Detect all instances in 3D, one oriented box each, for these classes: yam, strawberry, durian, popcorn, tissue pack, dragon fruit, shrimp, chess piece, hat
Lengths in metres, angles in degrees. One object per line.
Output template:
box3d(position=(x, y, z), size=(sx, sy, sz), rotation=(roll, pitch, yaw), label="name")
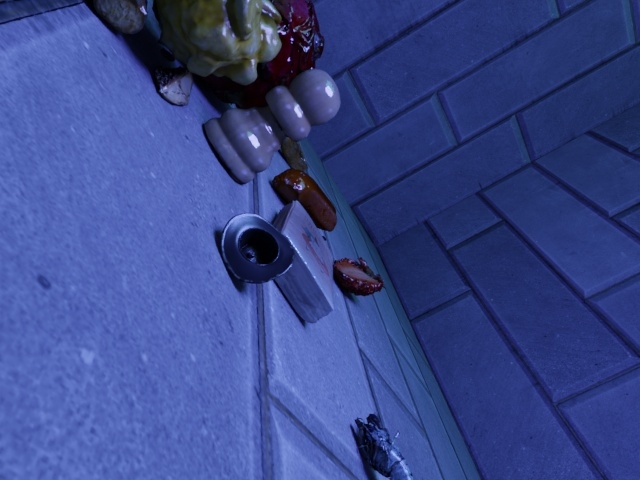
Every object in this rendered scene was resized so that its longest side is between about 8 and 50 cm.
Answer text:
box3d(position=(-0.334, -0.455, 0.788), size=(0.081, 0.081, 0.356), rotation=(51, 16, -47), label="yam")
box3d(position=(0.088, 0.112, 1.389), size=(0.208, 0.086, 0.167), rotation=(10, 25, -46), label="strawberry")
box3d(position=(-0.258, -0.270, 0.803), size=(0.130, 0.052, 0.066), rotation=(-71, 169, -74), label="durian")
box3d(position=(-0.185, -0.408, 0.798), size=(0.252, 0.216, 0.286), rotation=(73, 0, -54), label="popcorn")
box3d(position=(-0.036, 0.026, 0.939), size=(0.170, 0.071, 0.325), rotation=(57, 10, -12), label="tissue pack")
box3d(position=(-0.151, -0.455, 1.064), size=(0.329, 0.330, 0.329), rotation=(58, 9, -15), label="dragon fruit")
box3d(position=(0.112, 0.346, 0.724), size=(0.082, 0.076, 0.174), rotation=(25, 30, -44), label="shrimp")
box3d(position=(-0.081, -0.234, 0.910), size=(0.142, 0.261, 0.142), rotation=(59, 6, -10), label="chess piece")
box3d(position=(-0.095, 0.020, 0.669), size=(0.121, 0.050, 0.121), rotation=(15, 49, -17), label="hat")

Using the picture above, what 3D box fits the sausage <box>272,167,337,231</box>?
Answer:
box3d(position=(-0.033, -0.112, 1.309), size=(0.102, 0.102, 0.330), rotation=(65, 10, 25), label="sausage")

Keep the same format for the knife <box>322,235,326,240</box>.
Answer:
box3d(position=(0.000, 0.000, 1.419), size=(0.023, 0.010, 0.170), rotation=(55, 11, 2), label="knife")

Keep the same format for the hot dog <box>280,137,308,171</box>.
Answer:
box3d(position=(-0.103, -0.328, 1.633), size=(0.242, 0.074, 0.084), rotation=(68, 0, -60), label="hot dog")
